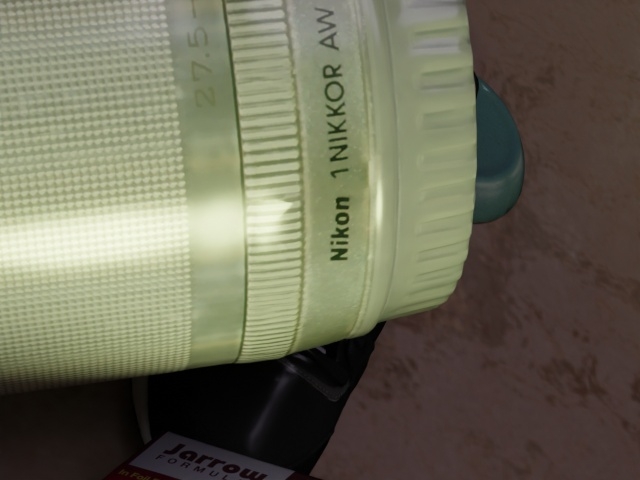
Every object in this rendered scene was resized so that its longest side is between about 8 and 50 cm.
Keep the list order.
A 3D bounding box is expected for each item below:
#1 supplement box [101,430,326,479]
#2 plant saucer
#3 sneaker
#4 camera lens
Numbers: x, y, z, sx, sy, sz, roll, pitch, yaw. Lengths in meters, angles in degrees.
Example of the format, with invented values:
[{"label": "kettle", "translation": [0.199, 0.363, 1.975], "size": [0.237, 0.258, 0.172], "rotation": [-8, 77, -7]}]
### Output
[{"label": "supplement box", "translation": [-0.068, 0.165, 0.548], "size": [0.130, 0.073, 0.239], "rotation": [13, 27, 25]}, {"label": "plant saucer", "translation": [0.078, -0.067, 0.920], "size": [0.119, 0.021, 0.119], "rotation": [18, 50, -23]}, {"label": "sneaker", "translation": [0.000, 0.000, 0.743], "size": [0.107, 0.124, 0.283], "rotation": [33, 46, -12]}, {"label": "camera lens", "translation": [-0.099, -0.053, 0.598], "size": [0.274, 0.219, 0.219], "rotation": [-7, 61, -11]}]
